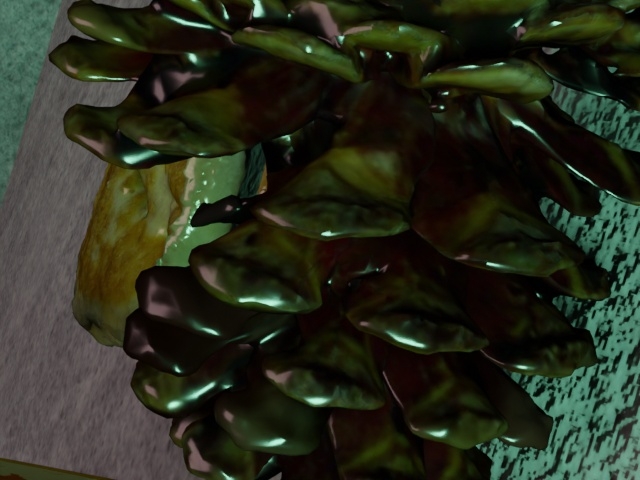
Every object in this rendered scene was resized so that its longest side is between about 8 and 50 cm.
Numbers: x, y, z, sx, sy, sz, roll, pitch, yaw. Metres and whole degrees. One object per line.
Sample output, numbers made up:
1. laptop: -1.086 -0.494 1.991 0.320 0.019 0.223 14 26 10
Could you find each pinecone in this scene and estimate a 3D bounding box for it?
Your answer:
1. pinecone: 0.011 -0.016 0.485 0.246 0.246 0.292 -126 40 -63

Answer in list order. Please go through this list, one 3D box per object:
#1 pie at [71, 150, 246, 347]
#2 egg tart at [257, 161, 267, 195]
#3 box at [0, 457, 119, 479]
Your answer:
1. pie: -0.131 -0.063 1.074 0.339 0.077 0.339 -48 31 42
2. egg tart: 0.000 0.000 0.686 0.191 0.074 0.191 -165 90 -79
3. box: -0.227 0.303 0.793 0.214 0.259 0.284 15 88 67
